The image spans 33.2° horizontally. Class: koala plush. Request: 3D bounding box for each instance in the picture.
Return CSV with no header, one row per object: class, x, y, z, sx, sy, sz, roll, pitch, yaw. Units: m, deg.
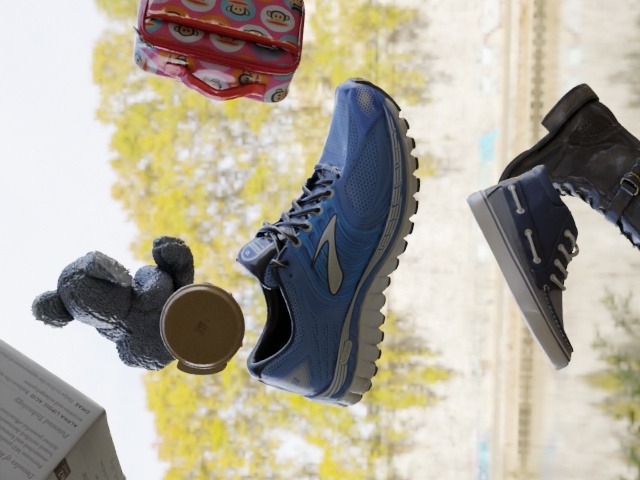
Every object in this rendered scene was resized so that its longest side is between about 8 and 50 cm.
koala plush,-0.316,0.089,1.662,0.221,0.196,0.203,30,-144,-53

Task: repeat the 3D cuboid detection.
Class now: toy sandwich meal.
toy sandwich meal,-0.103,0.078,0.961,0.029,0.085,0.086,-39,-50,-81

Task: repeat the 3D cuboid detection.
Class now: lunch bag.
lunch bag,-0.178,-0.352,1.876,0.120,0.293,0.258,115,163,-52

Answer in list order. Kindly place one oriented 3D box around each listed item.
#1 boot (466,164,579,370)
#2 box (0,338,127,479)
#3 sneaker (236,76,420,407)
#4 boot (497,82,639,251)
boot,0.216,0.022,1.022,0.190,0.086,0.069,66,-173,14
box,-0.307,0.206,1.077,0.119,0.181,0.181,-51,-19,-29
sneaker,0.000,0.000,1.064,0.130,0.147,0.330,-159,79,-70
boot,0.368,-0.057,1.444,0.091,0.229,0.263,-20,-31,-41
